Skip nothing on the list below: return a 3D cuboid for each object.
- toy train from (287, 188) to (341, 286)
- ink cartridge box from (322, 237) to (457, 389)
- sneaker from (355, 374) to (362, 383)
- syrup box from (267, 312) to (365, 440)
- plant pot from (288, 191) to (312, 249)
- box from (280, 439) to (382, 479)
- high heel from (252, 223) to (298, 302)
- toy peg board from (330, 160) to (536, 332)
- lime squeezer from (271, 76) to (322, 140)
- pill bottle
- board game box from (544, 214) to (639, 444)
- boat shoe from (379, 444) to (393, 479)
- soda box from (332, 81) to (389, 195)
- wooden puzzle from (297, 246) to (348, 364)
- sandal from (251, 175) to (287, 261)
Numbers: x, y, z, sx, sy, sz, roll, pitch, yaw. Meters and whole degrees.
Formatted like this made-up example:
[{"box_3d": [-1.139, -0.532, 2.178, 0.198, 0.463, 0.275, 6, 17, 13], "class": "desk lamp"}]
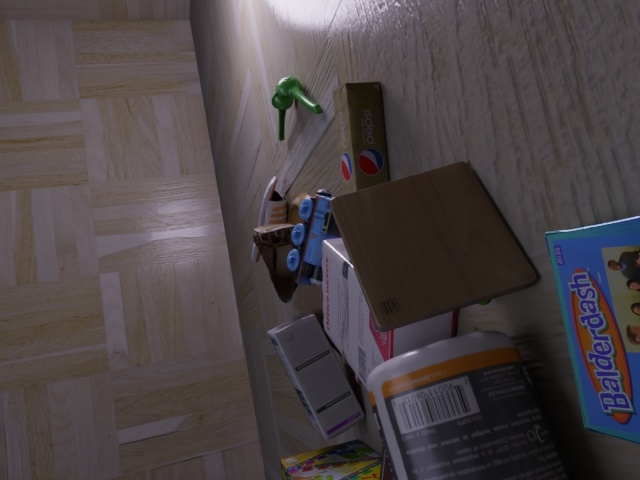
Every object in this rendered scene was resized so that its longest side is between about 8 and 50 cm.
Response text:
[{"box_3d": [0.000, 0.000, 0.904, 0.105, 0.080, 0.184, 22, 100, 52], "class": "toy train"}, {"box_3d": [0.088, 0.109, 0.725, 0.237, 0.100, 0.171, -136, 42, -62], "class": "ink cartridge box"}, {"box_3d": [0.079, 0.203, 0.902, 0.057, 0.047, 0.119, -104, 16, -57], "class": "sneaker"}, {"box_3d": [-0.011, 0.274, 1.018, 0.236, 0.096, 0.093, 65, 164, -1], "class": "syrup box"}, {"box_3d": [-0.038, 0.003, 1.192, 0.236, 0.033, 0.236, 171, 90, -73], "class": "plant pot"}, {"box_3d": [0.059, 0.556, 0.888, 0.279, 0.177, 0.289, 158, 104, -72], "class": "box"}, {"box_3d": [-0.091, 0.058, 1.111, 0.261, 0.093, 0.186, 6, -99, -83], "class": "high heel"}, {"box_3d": [0.112, 0.016, 0.539, 0.079, 0.161, 0.161, 80, 172, -57], "class": "toy peg board"}, {"box_3d": [-0.065, -0.310, 1.131, 0.109, 0.059, 0.310, 54, 165, -11], "class": "lime squeezer"}, {"box_3d": [0.155, 0.240, 0.469, 0.162, 0.162, 0.278, 115, 143, -60], "class": "pill bottle"}, {"box_3d": [0.243, 0.055, 0.302, 0.210, 0.047, 0.160, 158, 102, -72], "class": "board game box"}, {"box_3d": [0.126, 0.398, 0.657, 0.123, 0.117, 0.324, 1, 105, 46], "class": "boat shoe"}, {"box_3d": [0.063, -0.147, 0.762, 0.061, 0.058, 0.181, -168, 70, -72], "class": "soda box"}, {"box_3d": [0.012, 0.107, 1.035, 0.239, 0.044, 0.220, -141, 45, -57], "class": "wooden puzzle"}, {"box_3d": [-0.132, -0.053, 1.383, 0.102, 0.076, 0.265, -82, 6, -62], "class": "sandal"}]
